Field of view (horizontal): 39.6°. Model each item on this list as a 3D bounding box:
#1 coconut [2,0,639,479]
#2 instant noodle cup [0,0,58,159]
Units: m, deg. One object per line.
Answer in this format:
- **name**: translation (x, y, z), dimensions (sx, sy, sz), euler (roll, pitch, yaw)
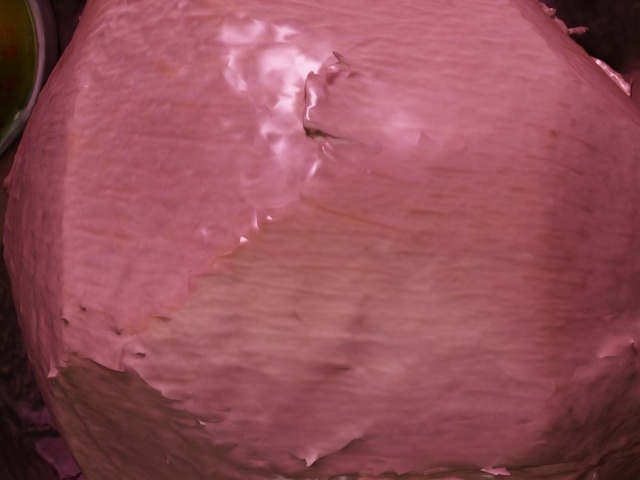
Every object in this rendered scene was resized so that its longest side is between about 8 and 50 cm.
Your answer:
- **coconut**: translation (0.000, 0.000, 0.473), dimensions (0.360, 0.346, 0.346), euler (5, 108, 2)
- **instant noodle cup**: translation (-0.359, -0.110, 0.527), dimensions (0.293, 0.308, 0.294), euler (3, 108, 10)
